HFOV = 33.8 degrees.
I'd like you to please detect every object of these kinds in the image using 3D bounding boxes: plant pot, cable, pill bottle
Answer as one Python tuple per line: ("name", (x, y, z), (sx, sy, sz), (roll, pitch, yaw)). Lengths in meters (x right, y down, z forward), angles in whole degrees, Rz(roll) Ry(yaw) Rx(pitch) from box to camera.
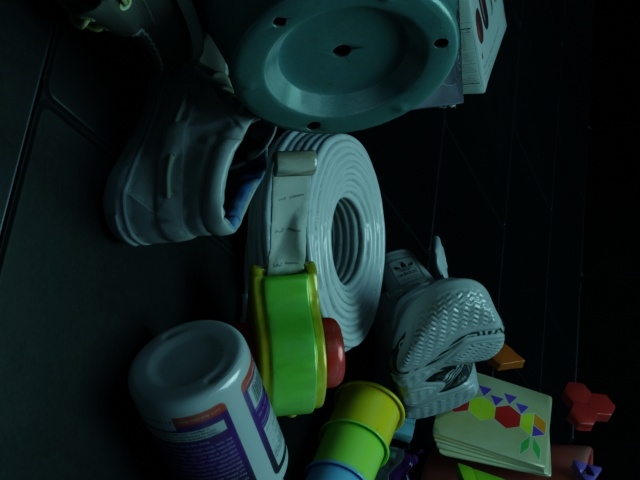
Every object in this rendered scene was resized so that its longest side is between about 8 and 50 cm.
("plant pot", (0.003, -0.240, 0.874), (0.272, 0.271, 0.255), (52, 23, -56))
("plant pot", (0.282, 0.429, 1.630), (0.275, 0.243, 0.275), (7, 90, -71))
("cable", (0.000, 0.000, 1.187), (0.257, 0.089, 0.257), (-10, 98, -67))
("pill bottle", (-0.091, 0.175, 0.941), (0.108, 0.108, 0.193), (-64, 146, -47))

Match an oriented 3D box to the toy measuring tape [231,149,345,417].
("toy measuring tape", (-0.028, 0.070, 0.970), (0.330, 0.121, 0.121), (98, 10, -46))

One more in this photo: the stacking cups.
("stacking cups", (0.014, 0.300, 1.208), (0.316, 0.096, 0.096), (-63, 145, -49))

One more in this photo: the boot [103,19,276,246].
("boot", (-0.091, -0.105, 0.927), (0.095, 0.123, 0.258), (59, 37, -51))

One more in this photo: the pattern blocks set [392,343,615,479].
("pattern blocks set", (0.256, 0.264, 1.541), (0.285, 0.324, 0.026), (-59, 169, -45))

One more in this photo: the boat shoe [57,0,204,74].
("boat shoe", (-0.169, -0.215, 0.785), (0.091, 0.109, 0.305), (-40, 155, -9))

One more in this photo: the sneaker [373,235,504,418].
("sneaker", (0.123, 0.081, 1.324), (0.366, 0.137, 0.210), (86, -13, -65))

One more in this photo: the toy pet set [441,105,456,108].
("toy pet set", (0.205, -0.274, 1.720), (0.114, 0.065, 0.122), (-29, 116, -65))

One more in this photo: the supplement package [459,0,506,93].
("supplement package", (0.172, -0.348, 1.533), (0.194, 0.149, 0.203), (-67, 149, -44))

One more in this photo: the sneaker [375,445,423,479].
("sneaker", (0.094, 0.380, 1.394), (0.083, 0.098, 0.224), (-20, 107, -66))

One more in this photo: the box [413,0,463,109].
("box", (0.082, -0.243, 1.322), (0.247, 0.142, 0.163), (-21, 109, -66))
